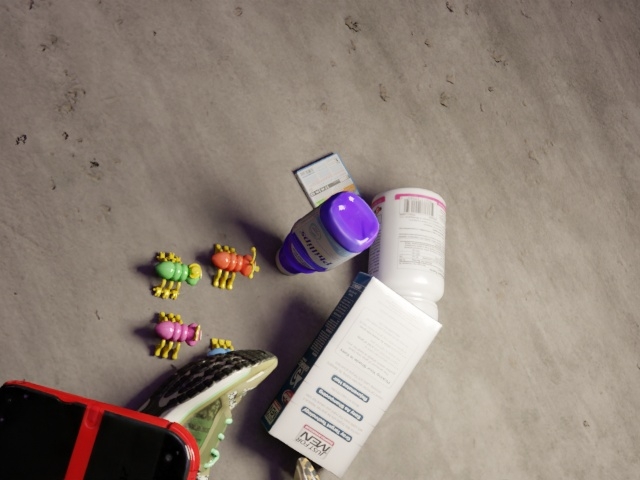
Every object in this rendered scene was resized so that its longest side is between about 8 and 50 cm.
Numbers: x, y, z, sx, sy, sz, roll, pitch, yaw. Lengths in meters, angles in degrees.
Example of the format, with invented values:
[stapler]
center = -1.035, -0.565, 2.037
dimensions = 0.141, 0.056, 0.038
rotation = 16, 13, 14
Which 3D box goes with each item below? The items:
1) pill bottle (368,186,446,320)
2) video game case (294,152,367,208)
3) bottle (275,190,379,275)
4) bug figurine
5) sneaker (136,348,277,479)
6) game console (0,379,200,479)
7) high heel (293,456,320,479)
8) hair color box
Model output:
[pill bottle]
center = 0.180, 0.046, 2.001
dimensions = 0.160, 0.160, 0.283
rotation = 14, 67, -24
[video game case]
center = 0.031, -0.095, 2.057
dimensions = 0.119, 0.015, 0.166
rotation = -28, 87, -33
[bottle]
center = 0.000, 0.000, 1.846
dimensions = 0.118, 0.283, 0.092
rotation = 50, 57, -5
[bug figurine]
center = -0.213, 0.126, 1.813
dimensions = 0.216, 0.072, 0.279
rotation = 9, 69, -26
[sneaker]
center = -0.230, 0.347, 1.689
dimensions = 0.410, 0.158, 0.182
rotation = -36, 111, -18
[game console]
center = -0.394, 0.446, 1.510
dimensions = 0.342, 0.060, 0.386
rotation = 15, 80, 2
[high heel]
center = 0.052, 0.505, 1.804
dimensions = 0.186, 0.093, 0.261
rotation = -18, 96, -28
[hair color box]
center = 0.056, 0.250, 1.814
dimensions = 0.174, 0.105, 0.347
rotation = 35, 86, -13
